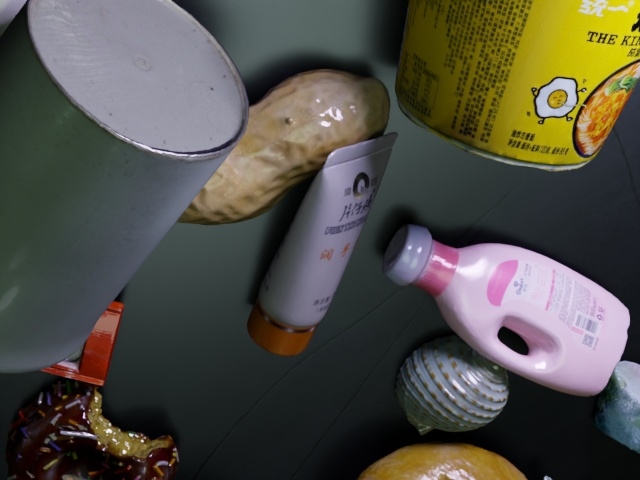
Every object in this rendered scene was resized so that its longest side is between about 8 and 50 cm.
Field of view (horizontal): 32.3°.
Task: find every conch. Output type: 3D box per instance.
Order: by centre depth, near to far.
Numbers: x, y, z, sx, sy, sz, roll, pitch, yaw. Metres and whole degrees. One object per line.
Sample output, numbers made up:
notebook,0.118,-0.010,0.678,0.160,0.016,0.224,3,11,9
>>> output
conch,0.178,0.197,1.481,0.153,0.102,0.135,-37,89,0

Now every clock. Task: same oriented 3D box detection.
clock,-0.337,0.110,1.411,0.155,0.061,0.113,15,108,-8

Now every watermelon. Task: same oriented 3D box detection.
watermelon,0.521,0.230,1.525,0.241,0.154,0.094,-5,111,-19

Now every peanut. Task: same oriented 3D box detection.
peanut,-0.061,-0.113,1.321,0.313,0.149,0.149,-27,111,0

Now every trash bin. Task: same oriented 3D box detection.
trash bin,-0.294,-0.053,1.182,0.280,0.280,0.432,34,127,-17

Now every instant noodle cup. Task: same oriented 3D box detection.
instant noodle cup,0.232,-0.243,1.224,0.325,0.325,0.254,11,117,-10

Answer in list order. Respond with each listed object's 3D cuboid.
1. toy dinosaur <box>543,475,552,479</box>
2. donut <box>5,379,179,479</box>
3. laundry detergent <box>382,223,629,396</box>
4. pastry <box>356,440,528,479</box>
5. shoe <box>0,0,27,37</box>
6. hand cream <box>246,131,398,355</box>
toy dinosaur,0.356,0.422,1.577,0.044,0.106,0.187,-6,90,28
donut,-0.313,0.305,1.464,0.216,0.096,0.230,-36,110,7
laundry detergent,0.239,0.081,1.440,0.335,0.088,0.159,25,76,-13
pastry,0.163,0.444,1.514,0.356,0.164,0.356,-4,102,-18
shoe,-0.362,-0.261,1.211,0.351,0.172,0.198,-33,114,8
hand cream,0.000,0.000,1.356,0.089,0.139,0.314,38,128,23
